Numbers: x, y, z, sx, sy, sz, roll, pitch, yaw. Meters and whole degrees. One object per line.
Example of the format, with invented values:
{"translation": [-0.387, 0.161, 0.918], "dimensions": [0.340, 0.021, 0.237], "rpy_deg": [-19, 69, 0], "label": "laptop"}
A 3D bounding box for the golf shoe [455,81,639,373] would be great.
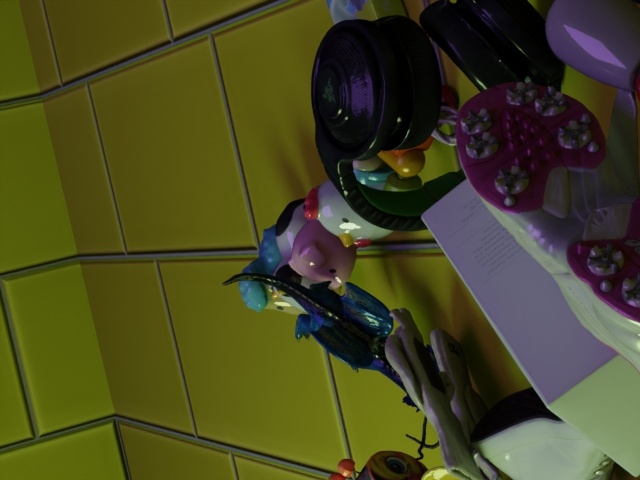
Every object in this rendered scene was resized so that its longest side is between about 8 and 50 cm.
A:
{"translation": [0.198, -0.003, 1.284], "dimensions": [0.306, 0.115, 0.140], "rpy_deg": [57, 171, 44], "label": "golf shoe"}

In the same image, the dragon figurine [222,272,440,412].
{"translation": [0.033, 0.102, 1.983], "dimensions": [0.289, 0.085, 0.144], "rpy_deg": [36, 171, -15], "label": "dragon figurine"}

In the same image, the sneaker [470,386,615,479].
{"translation": [0.274, 0.190, 1.662], "dimensions": [0.123, 0.106, 0.290], "rpy_deg": [46, 151, -8], "label": "sneaker"}

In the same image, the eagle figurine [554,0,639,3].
{"translation": [0.206, -0.362, 1.405], "dimensions": [0.298, 0.225, 0.226], "rpy_deg": [58, -133, -59], "label": "eagle figurine"}

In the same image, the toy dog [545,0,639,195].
{"translation": [0.323, -0.067, 1.301], "dimensions": [0.161, 0.220, 0.333], "rpy_deg": [34, -146, -64], "label": "toy dog"}

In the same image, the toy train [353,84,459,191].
{"translation": [0.097, -0.096, 1.843], "dimensions": [0.248, 0.105, 0.143], "rpy_deg": [45, 140, 50], "label": "toy train"}

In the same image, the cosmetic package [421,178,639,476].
{"translation": [0.232, 0.057, 1.457], "dimensions": [0.224, 0.138, 0.224], "rpy_deg": [38, -165, -53], "label": "cosmetic package"}

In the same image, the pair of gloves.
{"translation": [0.136, 0.181, 1.827], "dimensions": [0.240, 0.042, 0.204], "rpy_deg": [32, -147, -65], "label": "pair of gloves"}

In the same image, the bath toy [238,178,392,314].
{"translation": [0.000, 0.000, 2.098], "dimensions": [0.348, 0.129, 0.151], "rpy_deg": [-42, 64, 63], "label": "bath toy"}

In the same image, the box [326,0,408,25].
{"translation": [0.043, -0.295, 1.938], "dimensions": [0.109, 0.042, 0.178], "rpy_deg": [-40, 67, 64], "label": "box"}

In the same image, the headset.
{"translation": [0.094, -0.185, 1.579], "dimensions": [0.185, 0.243, 0.394], "rpy_deg": [55, 163, 40], "label": "headset"}

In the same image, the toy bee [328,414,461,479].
{"translation": [0.091, 0.313, 1.924], "dimensions": [0.298, 0.162, 0.195], "rpy_deg": [-131, 56, -61], "label": "toy bee"}
